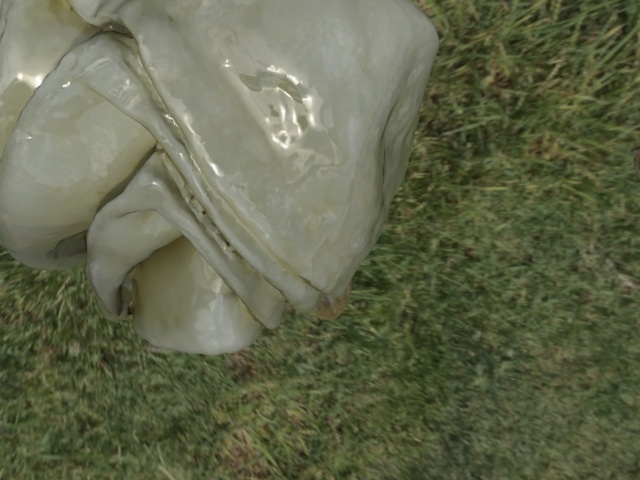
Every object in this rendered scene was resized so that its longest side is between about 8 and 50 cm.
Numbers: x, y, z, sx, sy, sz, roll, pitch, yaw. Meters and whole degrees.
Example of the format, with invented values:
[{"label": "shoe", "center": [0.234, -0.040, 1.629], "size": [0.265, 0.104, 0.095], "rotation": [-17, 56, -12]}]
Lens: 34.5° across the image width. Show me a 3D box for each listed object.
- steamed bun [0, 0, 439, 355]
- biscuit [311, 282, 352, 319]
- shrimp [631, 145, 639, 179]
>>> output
[{"label": "steamed bun", "center": [-0.100, -0.051, 0.612], "size": [0.289, 0.276, 0.203], "rotation": [19, 68, 6]}, {"label": "biscuit", "center": [0.000, 0.000, 0.904], "size": [0.018, 0.071, 0.147], "rotation": [-5, 102, 30]}, {"label": "shrimp", "center": [0.437, -0.016, 1.099], "size": [0.247, 0.360, 0.085], "rotation": [36, 89, 20]}]
